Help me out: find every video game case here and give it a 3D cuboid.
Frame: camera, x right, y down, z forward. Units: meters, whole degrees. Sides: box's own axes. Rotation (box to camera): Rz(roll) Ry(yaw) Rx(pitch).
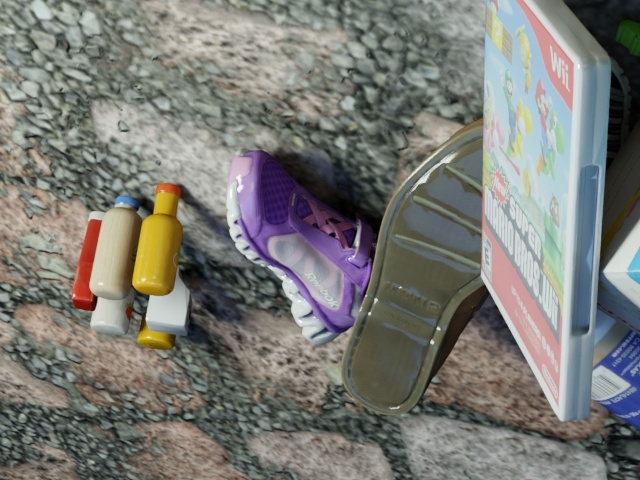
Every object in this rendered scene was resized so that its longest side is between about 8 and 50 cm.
[{"bbox_3d":[0.155,-0.042,1.200,0.025,0.204,0.285,-8,122,-9],"label":"video game case"}]

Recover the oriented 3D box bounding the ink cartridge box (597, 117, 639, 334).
[{"bbox_3d":[0.298,-0.002,1.164,0.171,0.168,0.232,32,174,-7],"label":"ink cartridge box"}]

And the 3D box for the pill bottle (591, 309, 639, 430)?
[{"bbox_3d":[0.316,0.102,1.370,0.264,0.153,0.153,34,144,-11],"label":"pill bottle"}]

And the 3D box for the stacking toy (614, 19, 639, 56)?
[{"bbox_3d":[0.321,-0.149,1.135,0.221,0.052,0.167,21,145,8],"label":"stacking toy"}]

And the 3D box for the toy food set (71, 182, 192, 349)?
[{"bbox_3d":[-0.181,0.026,1.664,0.111,0.105,0.232,8,161,3],"label":"toy food set"}]

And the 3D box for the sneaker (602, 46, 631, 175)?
[{"bbox_3d":[0.195,-0.081,1.272,0.063,0.075,0.170,20,147,34],"label":"sneaker"}]

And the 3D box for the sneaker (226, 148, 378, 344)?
[{"bbox_3d":[0.000,0.000,1.501,0.104,0.095,0.236,-7,138,29],"label":"sneaker"}]

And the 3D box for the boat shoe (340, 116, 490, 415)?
[{"bbox_3d":[0.104,0.007,1.429,0.110,0.104,0.307,33,125,5],"label":"boat shoe"}]
